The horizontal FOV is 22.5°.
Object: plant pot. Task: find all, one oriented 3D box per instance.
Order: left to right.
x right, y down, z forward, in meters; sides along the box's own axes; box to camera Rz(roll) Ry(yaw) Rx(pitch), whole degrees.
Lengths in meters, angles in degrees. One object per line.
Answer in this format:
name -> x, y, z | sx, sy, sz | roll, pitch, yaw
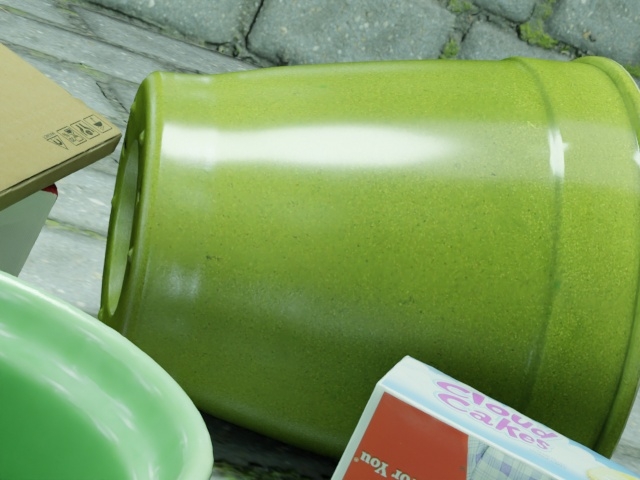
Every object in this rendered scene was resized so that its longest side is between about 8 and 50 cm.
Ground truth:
plant pot -> 0.020, 0.011, 1.230 | 0.353, 0.366, 0.366 | 9, 18, -13

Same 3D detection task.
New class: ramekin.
ramekin -> -0.219, 0.117, 0.785 | 0.303, 0.148, 0.303 | 22, 14, -6

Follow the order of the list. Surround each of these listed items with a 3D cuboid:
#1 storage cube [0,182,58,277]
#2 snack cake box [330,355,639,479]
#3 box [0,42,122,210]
storage cube -> -0.311, -0.018, 1.016 | 0.184, 0.215, 0.193 | 12, 25, -42
snack cake box -> 0.129, 0.205, 1.020 | 0.264, 0.152, 0.089 | 27, 14, 10
box -> -0.227, -0.084, 0.965 | 0.164, 0.021, 0.201 | 36, 24, 6
